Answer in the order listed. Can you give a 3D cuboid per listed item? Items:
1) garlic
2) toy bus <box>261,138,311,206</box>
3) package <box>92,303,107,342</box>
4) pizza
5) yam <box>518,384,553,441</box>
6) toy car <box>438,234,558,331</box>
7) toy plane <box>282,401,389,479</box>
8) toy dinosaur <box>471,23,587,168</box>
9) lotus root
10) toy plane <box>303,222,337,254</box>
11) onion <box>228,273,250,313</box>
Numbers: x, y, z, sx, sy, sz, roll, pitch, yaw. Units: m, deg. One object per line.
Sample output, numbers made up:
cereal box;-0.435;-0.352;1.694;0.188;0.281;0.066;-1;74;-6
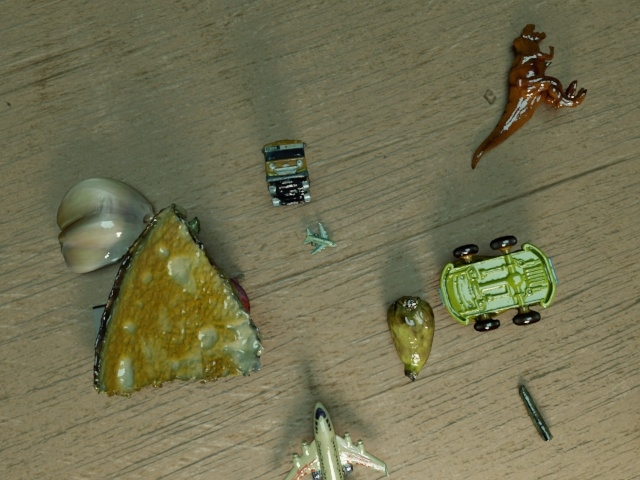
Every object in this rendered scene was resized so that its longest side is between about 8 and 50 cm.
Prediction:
garlic;-0.517;-0.050;1.102;0.228;0.110;0.217;-20;78;-4
toy bus;-0.075;-0.154;1.076;0.098;0.201;0.114;-8;79;-2
package;-0.405;0.231;1.081;0.251;0.062;0.204;-10;80;2
pizza;-0.326;0.118;0.996;0.435;0.080;0.392;-15;77;18
yam;0.497;0.400;1.084;0.027;0.033;0.129;-30;77;22
toy car;0.402;0.101;1.072;0.248;0.142;0.200;-12;80;17
toy plane;0.020;0.481;1.024;0.242;0.104;0.256;-11;81;0
toy dinosaur;0.543;-0.363;1.173;0.208;0.097;0.432;16;77;16
lotus root;0.211;0.223;1.079;0.108;0.094;0.190;-4;89;22
toy plane;0.000;0.000;1.137;0.083;0.033;0.080;17;80;-5
onion;-0.212;0.121;1.079;0.150;0.150;0.140;40;49;5
